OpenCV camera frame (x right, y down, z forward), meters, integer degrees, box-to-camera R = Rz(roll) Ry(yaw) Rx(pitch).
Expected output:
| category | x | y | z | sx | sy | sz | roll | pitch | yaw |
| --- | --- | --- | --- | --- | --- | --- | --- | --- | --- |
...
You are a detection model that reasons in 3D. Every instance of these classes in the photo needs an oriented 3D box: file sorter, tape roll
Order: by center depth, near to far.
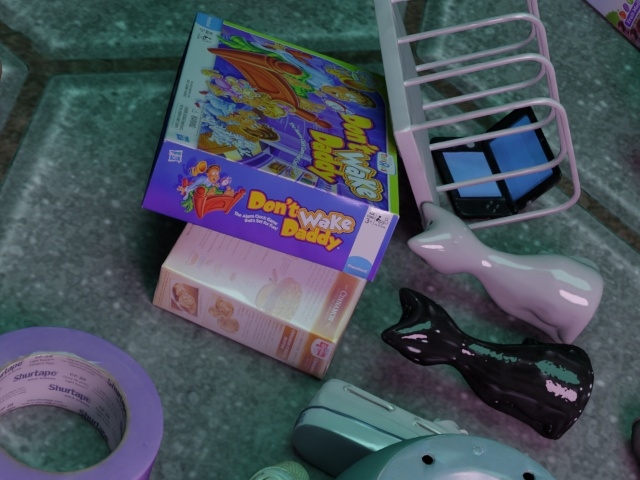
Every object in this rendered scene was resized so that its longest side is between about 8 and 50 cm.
| category | x | y | z | sx | sy | sz | roll | pitch | yaw |
| --- | --- | --- | --- | --- | --- | --- | --- | --- | --- |
| tape roll | -0.237 | 0.173 | 1.471 | 0.189 | 0.080 | 0.189 | 10 | 47 | -11 |
| file sorter | 0.165 | -0.171 | 1.810 | 0.173 | 0.193 | 0.278 | -13 | 50 | 7 |

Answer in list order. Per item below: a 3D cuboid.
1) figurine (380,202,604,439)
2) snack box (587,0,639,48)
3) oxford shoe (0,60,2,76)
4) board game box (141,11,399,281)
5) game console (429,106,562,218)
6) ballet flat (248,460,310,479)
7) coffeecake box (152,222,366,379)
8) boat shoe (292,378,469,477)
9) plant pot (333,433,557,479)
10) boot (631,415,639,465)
| category | x | y | z | sx | sy | sz | roll | pitch | yaw |
| --- | --- | --- | --- | --- | --- | --- | --- | --- | --- |
| figurine | 0.172 | 0.069 | 1.687 | 0.209 | 0.092 | 0.215 | 25 | 44 | -8 |
| snack box | 0.397 | -0.373 | 2.134 | 0.070 | 0.174 | 0.207 | -21 | 58 | -38 |
| oxford shoe | -0.467 | -0.257 | 1.755 | 0.348 | 0.123 | 0.130 | 30 | 41 | 7 |
| board game box | -0.043 | -0.105 | 1.714 | 0.233 | 0.078 | 0.347 | 18 | 26 | -8 |
| game console | 0.194 | -0.091 | 1.874 | 0.107 | 0.071 | 0.122 | -1 | 49 | -21 |
| ballet flat | -0.058 | 0.242 | 1.490 | 0.057 | 0.052 | 0.168 | 36 | 47 | 14 |
| coffeecake box | -0.051 | 0.033 | 1.666 | 0.185 | 0.068 | 0.142 | 24 | 49 | 4 |
| boat shoe | 0.105 | 0.203 | 1.556 | 0.258 | 0.095 | 0.084 | 27 | 50 | 4 |
| plant pot | 0.096 | 0.298 | 1.369 | 0.293 | 0.235 | 0.293 | 11 | 47 | -11 |
| boot | 0.294 | 0.270 | 1.590 | 0.208 | 0.076 | 0.190 | -21 | 56 | -26 |
